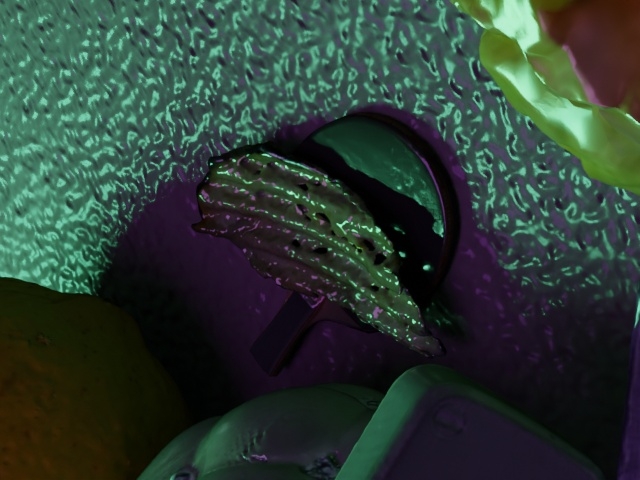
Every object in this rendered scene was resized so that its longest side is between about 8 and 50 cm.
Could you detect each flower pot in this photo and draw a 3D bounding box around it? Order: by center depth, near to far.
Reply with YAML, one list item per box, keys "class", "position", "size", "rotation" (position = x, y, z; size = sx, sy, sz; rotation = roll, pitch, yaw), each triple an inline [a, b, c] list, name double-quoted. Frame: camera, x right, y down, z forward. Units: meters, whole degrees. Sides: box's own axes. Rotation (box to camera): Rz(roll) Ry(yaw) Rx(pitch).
- class: "flower pot"
  position: [0.000, 0.205, 0.977]
  size: [0.246, 0.195, 0.246]
  rotation: [54, 156, 38]

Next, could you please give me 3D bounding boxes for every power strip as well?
- class: "power strip"
  position: [0.062, 0.218, 0.839]
  size: [0.194, 0.059, 0.265]
  rotation: [32, 89, -15]

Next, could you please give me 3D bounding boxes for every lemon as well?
- class: "lemon"
  position: [-0.222, 0.164, 1.114]
  size: [0.293, 0.293, 0.293]
  rotation: [16, 117, 34]

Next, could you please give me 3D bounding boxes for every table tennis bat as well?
- class: "table tennis bat"
  position: [0.010, 0.012, 1.037]
  size: [0.130, 0.019, 0.220]
  rotation: [48, 129, 16]

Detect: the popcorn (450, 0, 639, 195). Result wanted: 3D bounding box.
- class: "popcorn"
  position: [0.214, -0.124, 0.684]
  size: [0.332, 0.225, 0.265]
  rotation: [39, 111, 9]

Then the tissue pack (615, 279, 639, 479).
- class: "tissue pack"
  position: [0.335, 0.176, 0.763]
  size: [0.394, 0.124, 0.288]
  rotation: [19, 119, 33]

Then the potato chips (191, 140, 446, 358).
- class: "potato chips"
  position: [0.000, 0.000, 1.010]
  size: [0.207, 0.028, 0.092]
  rotation: [29, 122, 31]
